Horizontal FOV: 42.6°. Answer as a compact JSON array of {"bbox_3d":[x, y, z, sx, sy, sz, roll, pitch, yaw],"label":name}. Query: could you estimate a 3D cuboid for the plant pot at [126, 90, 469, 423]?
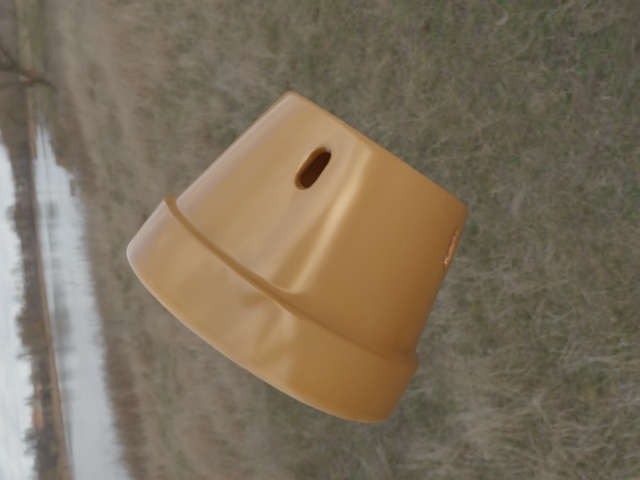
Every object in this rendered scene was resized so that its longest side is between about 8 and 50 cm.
[{"bbox_3d":[0.000,0.000,0.763,0.203,0.291,0.291,-56,28,5],"label":"plant pot"}]
